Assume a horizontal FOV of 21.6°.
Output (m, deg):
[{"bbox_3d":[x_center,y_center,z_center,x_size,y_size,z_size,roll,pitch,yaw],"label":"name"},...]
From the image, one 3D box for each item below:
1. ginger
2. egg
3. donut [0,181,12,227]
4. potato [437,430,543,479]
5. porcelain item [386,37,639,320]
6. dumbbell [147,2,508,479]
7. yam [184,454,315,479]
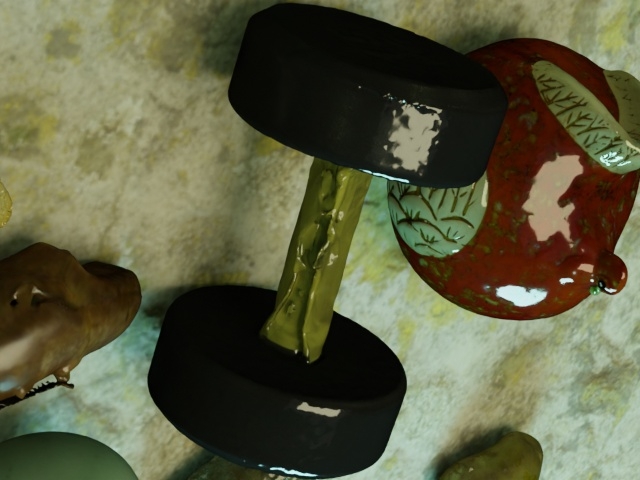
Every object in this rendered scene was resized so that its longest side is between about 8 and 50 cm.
[{"bbox_3d":[-0.255,0.098,1.198,0.309,0.107,0.133,-42,122,-19],"label":"ginger"},{"bbox_3d":[-0.231,0.246,1.263,0.231,0.168,0.168,-46,137,-6],"label":"egg"},{"bbox_3d":[-0.246,-0.001,1.170,0.067,0.083,0.038,-16,150,4],"label":"donut"},{"bbox_3d":[0.175,0.248,1.701,0.138,0.070,0.091,-27,132,-28],"label":"potato"},{"bbox_3d":[0.185,-0.037,1.414,0.253,0.253,0.253,-22,129,-31],"label":"porcelain item"},{"bbox_3d":[0.000,0.000,1.290,0.204,0.204,0.322,0,116,-42],"label":"dumbbell"},{"bbox_3d":[-0.076,0.218,1.456,0.179,0.078,0.078,-37,135,-15],"label":"yam"}]
